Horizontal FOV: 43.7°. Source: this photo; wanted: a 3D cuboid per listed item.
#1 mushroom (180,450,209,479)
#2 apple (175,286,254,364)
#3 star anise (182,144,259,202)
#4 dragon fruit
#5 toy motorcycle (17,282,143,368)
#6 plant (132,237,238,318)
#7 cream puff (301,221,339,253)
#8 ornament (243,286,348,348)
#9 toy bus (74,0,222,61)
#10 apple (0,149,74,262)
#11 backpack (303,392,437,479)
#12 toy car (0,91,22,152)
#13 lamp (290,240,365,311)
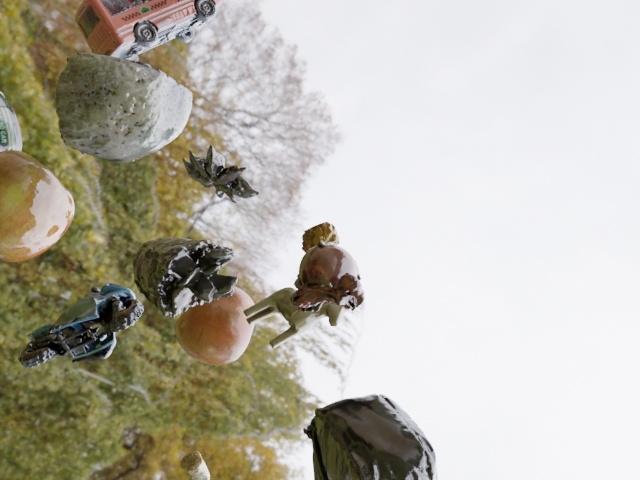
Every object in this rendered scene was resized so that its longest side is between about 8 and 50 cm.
[{"bbox_3d":[-0.310,0.637,2.055,0.059,0.202,0.054,8,-152,42],"label":"mushroom"},{"bbox_3d":[-0.325,0.255,2.471,0.253,0.254,0.253,-37,-145,33],"label":"apple"},{"bbox_3d":[-0.238,-0.152,1.877,0.061,0.205,0.180,-57,-178,-30],"label":"star anise"},{"bbox_3d":[-0.427,-0.275,1.781,0.221,0.283,0.203,10,-97,28],"label":"dragon fruit"},{"bbox_3d":[-0.724,0.260,2.454,0.416,0.172,0.232,-25,-154,7],"label":"toy motorcycle"},{"bbox_3d":[-0.357,0.095,2.103,0.276,0.199,0.188,9,-73,42],"label":"plant"},{"bbox_3d":[0.000,0.000,2.347,0.116,0.122,0.094,-28,-100,36],"label":"cream puff"},{"bbox_3d":[-0.058,0.203,2.214,0.245,0.061,0.230,-30,-143,-17],"label":"ornament"},{"bbox_3d":[-0.533,-0.714,2.495,0.427,0.233,0.203,-37,-171,-35],"label":"toy bus"},{"bbox_3d":[-0.537,-0.057,1.402,0.174,0.188,0.188,-48,-155,-20],"label":"apple"},{"bbox_3d":[0.115,0.581,1.768,0.255,0.445,0.363,-17,-157,-17],"label":"backpack"},{"bbox_3d":[-0.742,-0.215,1.791,0.125,0.136,0.305,-9,-88,19],"label":"toy car"},{"bbox_3d":[0.030,0.100,2.022,0.215,0.151,0.223,-16,-127,32],"label":"lamp"}]
